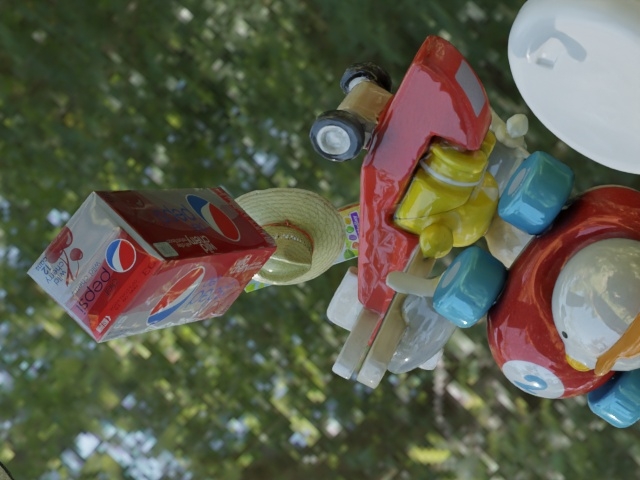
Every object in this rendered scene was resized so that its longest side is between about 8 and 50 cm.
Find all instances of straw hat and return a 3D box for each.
[{"bbox_3d":[-0.043,0.014,1.700,0.144,0.144,0.061,36,-153,-27],"label":"straw hat"}]

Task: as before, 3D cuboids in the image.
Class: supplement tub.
[{"bbox_3d":[0.369,-0.257,1.635,0.241,0.331,0.241,29,154,16],"label":"supplement tub"}]

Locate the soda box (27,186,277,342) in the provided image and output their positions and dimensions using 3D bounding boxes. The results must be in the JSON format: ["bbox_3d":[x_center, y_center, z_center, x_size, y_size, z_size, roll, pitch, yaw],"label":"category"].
[{"bbox_3d":[-0.130,0.016,1.319,0.083,0.092,0.263,43,-166,12],"label":"soda box"}]

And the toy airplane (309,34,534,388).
[{"bbox_3d":[0.137,-0.001,1.812,0.273,0.386,0.384,10,170,14],"label":"toy airplane"}]

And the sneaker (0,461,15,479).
[{"bbox_3d":[-0.527,0.275,1.794,0.447,0.169,0.257,45,-164,-4],"label":"sneaker"}]

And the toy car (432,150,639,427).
[{"bbox_3d":[0.240,0.066,1.381,0.219,0.210,0.238,33,-168,-7],"label":"toy car"}]

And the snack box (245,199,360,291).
[{"bbox_3d":[0.000,0.000,2.091,0.174,0.207,0.070,-31,-77,-82],"label":"snack box"}]
